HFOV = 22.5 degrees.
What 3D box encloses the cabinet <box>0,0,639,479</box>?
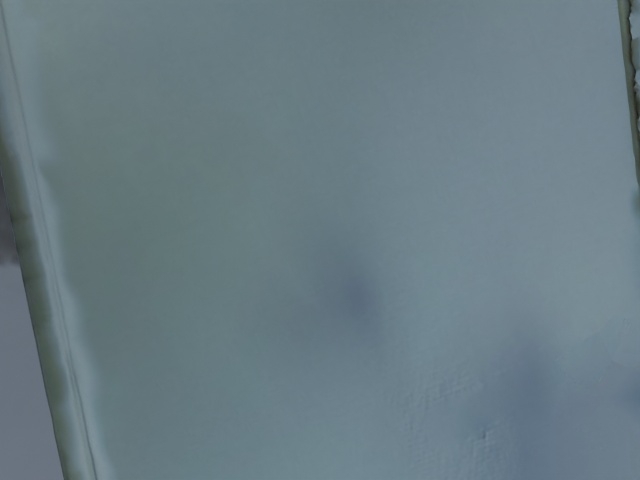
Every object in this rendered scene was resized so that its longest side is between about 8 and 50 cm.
[{"bbox_3d":[0.000,0.000,0.421,0.145,0.150,0.206,-10,104,-5],"label":"cabinet"}]
